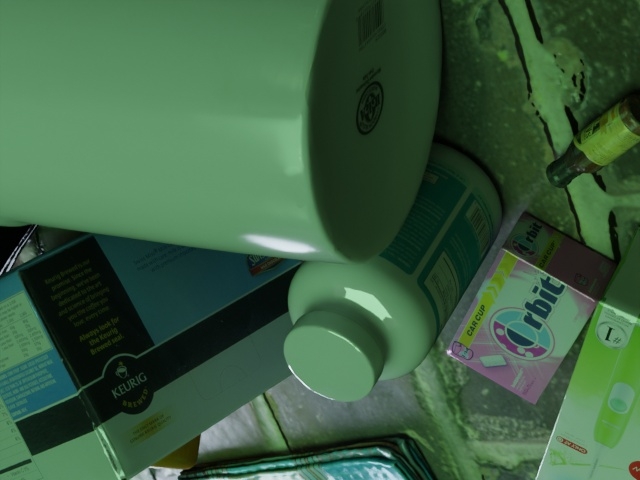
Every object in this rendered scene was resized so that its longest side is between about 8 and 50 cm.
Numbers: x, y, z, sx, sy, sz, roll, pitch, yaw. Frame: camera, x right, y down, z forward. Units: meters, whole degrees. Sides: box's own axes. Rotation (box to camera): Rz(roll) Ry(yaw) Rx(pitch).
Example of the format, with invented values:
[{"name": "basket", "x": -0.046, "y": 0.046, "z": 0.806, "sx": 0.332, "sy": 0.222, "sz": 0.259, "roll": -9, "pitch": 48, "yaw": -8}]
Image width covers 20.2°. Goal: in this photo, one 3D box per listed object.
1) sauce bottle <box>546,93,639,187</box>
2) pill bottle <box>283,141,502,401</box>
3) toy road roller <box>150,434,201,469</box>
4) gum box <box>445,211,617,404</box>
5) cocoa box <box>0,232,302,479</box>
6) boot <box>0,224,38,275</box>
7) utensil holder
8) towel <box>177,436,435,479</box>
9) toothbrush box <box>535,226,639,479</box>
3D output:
[{"name": "sauce bottle", "x": 0.254, "y": -0.087, "z": 1.642, "sx": 0.042, "sy": 0.042, "sz": 0.128, "roll": 42, "pitch": 136, "yaw": -8}, {"name": "pill bottle", "x": 0.063, "y": 0.032, "z": 1.708, "sx": 0.146, "sy": 0.264, "sz": 0.146, "roll": 18, "pitch": 135, "yaw": 19}, {"name": "toy road roller", "x": -0.267, "y": 0.177, "z": 2.036, "sx": 0.240, "sy": 0.203, "sz": 0.329, "roll": 4, "pitch": 175, "yaw": 12}, {"name": "gum box", "x": 0.208, "y": 0.073, "z": 1.802, "sx": 0.107, "sy": 0.062, "sz": 0.188, "roll": 29, "pitch": 137, "yaw": 7}, {"name": "cocoa box", "x": -0.198, "y": 0.099, "z": 1.844, "sx": 0.231, "sy": 0.347, "sz": 0.228, "roll": -25, "pitch": 93, "yaw": 44}, {"name": "boot", "x": -0.428, "y": 0.030, "z": 2.022, "sx": 0.131, "sy": 0.260, "sz": 0.348, "roll": 31, "pitch": 138, "yaw": 5}, {"name": "utensil holder", "x": -0.121, "y": -0.149, "z": 1.622, "sx": 0.385, "sy": 0.328, "sz": 0.328, "roll": 9, "pitch": 132, "yaw": 23}, {"name": "towel", "x": 0.021, "y": 0.365, "z": 2.206, "sx": 0.370, "sy": 0.040, "sz": 0.271, "roll": -13, "pitch": 119, "yaw": 40}, {"name": "toothbrush box", "x": 0.349, "y": 0.155, "z": 1.744, "sx": 0.206, "sy": 0.122, "sz": 0.283, "roll": 24, "pitch": 138, "yaw": 12}]
